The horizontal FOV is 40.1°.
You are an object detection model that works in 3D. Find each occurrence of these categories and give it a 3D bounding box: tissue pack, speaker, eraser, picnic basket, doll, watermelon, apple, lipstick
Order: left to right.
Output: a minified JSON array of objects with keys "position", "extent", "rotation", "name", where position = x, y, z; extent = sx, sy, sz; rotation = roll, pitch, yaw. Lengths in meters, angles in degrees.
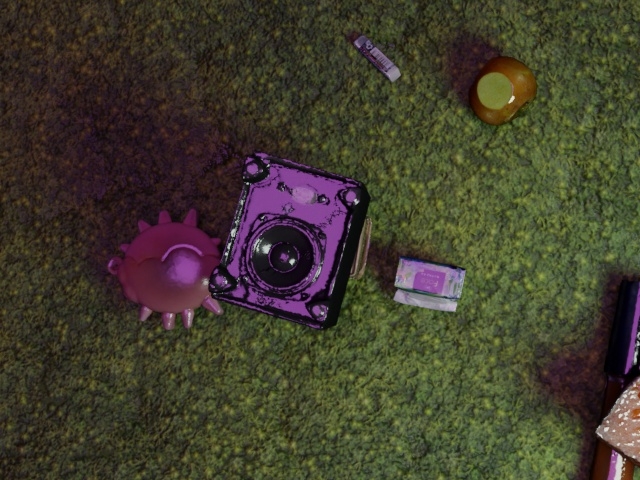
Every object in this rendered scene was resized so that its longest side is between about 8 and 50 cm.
[{"position":[-0.245,0.048,1.523],"extent":[0.262,0.093,0.211],"rotation":[-6,81,8],"name":"doll"},{"position":[-0.041,0.007,1.335],"extent":[0.184,0.254,0.232],"rotation":[15,89,7],"name":"speaker"},{"position":[0.000,0.000,1.497],"extent":[0.164,0.079,0.115],"rotation":[9,86,9],"name":"picnic basket"},{"position":[0.100,-0.319,1.542],"extent":[0.027,0.019,0.099],"rotation":[-44,80,-11],"name":"eraser"},{"position":[0.180,0.073,1.463],"extent":[0.111,0.085,0.079],"rotation":[11,88,8],"name":"tissue pack"},{"position":[0.302,-0.251,1.468],"extent":[0.102,0.099,0.114],"rotation":[50,119,15],"name":"apple"},{"position":[0.483,0.268,1.405],"extent":[0.077,0.077,0.418],"rotation":[10,88,9],"name":"lipstick"},{"position":[0.514,0.276,1.320],"extent":[0.257,0.140,0.192],"rotation":[19,89,-19],"name":"watermelon"}]
